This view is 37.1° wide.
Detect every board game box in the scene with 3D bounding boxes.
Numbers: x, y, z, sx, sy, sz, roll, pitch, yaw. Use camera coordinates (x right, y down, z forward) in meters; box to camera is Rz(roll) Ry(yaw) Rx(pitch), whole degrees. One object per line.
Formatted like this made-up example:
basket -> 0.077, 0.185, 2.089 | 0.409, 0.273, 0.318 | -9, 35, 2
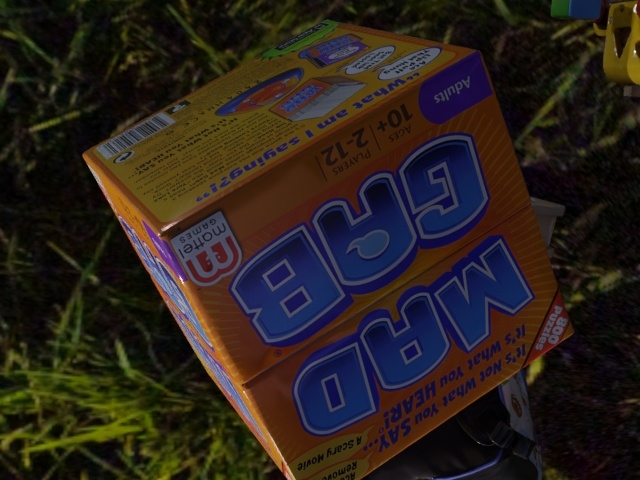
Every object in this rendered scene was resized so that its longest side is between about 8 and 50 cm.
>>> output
board game box -> 0.000, 0.000, 1.092 | 0.356, 0.356, 0.356 | -31, 27, -13

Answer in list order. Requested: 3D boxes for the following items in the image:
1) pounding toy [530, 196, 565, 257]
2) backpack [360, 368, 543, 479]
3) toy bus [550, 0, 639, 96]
pounding toy -> 0.216, -0.016, 1.419 | 0.269, 0.154, 0.155 | 19, 105, 31
backpack -> 0.164, 0.230, 1.256 | 0.276, 0.213, 0.263 | -19, 48, 24
toy bus -> 0.352, -0.204, 1.014 | 0.191, 0.202, 0.104 | 11, 101, 32
